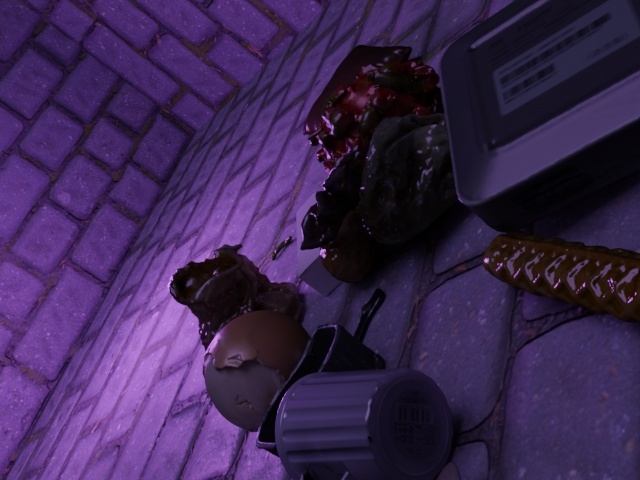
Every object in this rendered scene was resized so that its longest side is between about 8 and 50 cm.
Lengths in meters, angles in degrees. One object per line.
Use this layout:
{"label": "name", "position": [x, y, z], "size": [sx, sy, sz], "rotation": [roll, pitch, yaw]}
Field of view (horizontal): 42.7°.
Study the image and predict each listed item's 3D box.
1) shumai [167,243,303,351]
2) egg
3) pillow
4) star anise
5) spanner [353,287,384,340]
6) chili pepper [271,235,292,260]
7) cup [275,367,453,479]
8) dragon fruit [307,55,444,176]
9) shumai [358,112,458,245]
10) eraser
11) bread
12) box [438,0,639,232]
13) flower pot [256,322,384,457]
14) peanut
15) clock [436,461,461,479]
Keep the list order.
{"label": "shumai", "position": [-0.221, 0.148, 1.752], "size": [0.314, 0.262, 0.267], "rotation": [-20, 37, 59]}
{"label": "egg", "position": [-0.101, 0.223, 1.454], "size": [0.201, 0.201, 0.244], "rotation": [-41, 11, 29]}
{"label": "pillow", "position": [0.088, -0.396, 2.192], "size": [0.308, 0.108, 0.305], "rotation": [-56, 25, -1]}
{"label": "star anise", "position": [0.035, -0.078, 1.462], "size": [0.212, 0.073, 0.197], "rotation": [-54, -12, -31]}
{"label": "spanner", "position": [0.067, 0.170, 1.438], "size": [0.046, 0.012, 0.209], "rotation": [-21, 37, 54]}
{"label": "chili pepper", "position": [-0.096, 0.018, 2.040], "size": [0.083, 0.017, 0.030], "rotation": [-50, 21, 16]}
{"label": "cup", "position": [0.058, 0.279, 1.094], "size": [0.202, 0.166, 0.221], "rotation": [-20, 60, 52]}
{"label": "dragon fruit", "position": [0.126, -0.236, 1.674], "size": [0.302, 0.231, 0.237], "rotation": [-35, 13, 16]}
{"label": "shumai", "position": [0.189, -0.088, 1.438], "size": [0.261, 0.221, 0.225], "rotation": [92, -162, -57]}
{"label": "eraser", "position": [0.001, 0.000, 1.770], "size": [0.076, 0.078, 0.298], "rotation": [-46, 21, 20]}
{"label": "bread", "position": [0.319, 0.040, 1.006], "size": [0.367, 0.084, 0.077], "rotation": [-161, 67, -67]}
{"label": "box", "position": [0.363, -0.245, 1.189], "size": [0.396, 0.111, 0.397], "rotation": [-30, 40, 28]}
{"label": "flower pot", "position": [0.002, 0.254, 1.308], "size": [0.229, 0.108, 0.103], "rotation": [-60, 21, -15]}
{"label": "peanut", "position": [0.061, -0.003, 1.604], "size": [0.110, 0.120, 0.236], "rotation": [-10, 29, 15]}
{"label": "clock", "position": [0.102, 0.384, 0.869], "size": [0.265, 0.108, 0.324], "rotation": [-45, 21, 23]}
